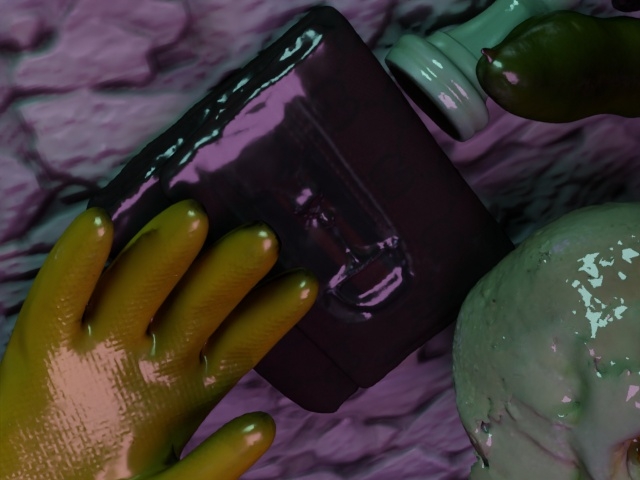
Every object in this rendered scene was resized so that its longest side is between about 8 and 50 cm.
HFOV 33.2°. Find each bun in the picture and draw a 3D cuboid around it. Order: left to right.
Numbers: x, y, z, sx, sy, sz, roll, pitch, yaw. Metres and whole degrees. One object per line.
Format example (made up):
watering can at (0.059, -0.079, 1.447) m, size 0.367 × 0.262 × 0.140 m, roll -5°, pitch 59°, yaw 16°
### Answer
bun at (0.187, 0.094, 0.622) m, size 0.239 × 0.141 × 0.239 m, roll 6°, pitch 118°, yaw 11°

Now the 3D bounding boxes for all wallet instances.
wallet at (0.000, 0.000, 0.627) m, size 0.182 × 0.049 × 0.229 m, roll -40°, pitch 128°, yaw 6°

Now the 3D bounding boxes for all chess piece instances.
chess piece at (0.092, -0.110, 0.580) m, size 0.103 × 0.067 × 0.067 m, roll -44°, pitch 126°, yaw 0°

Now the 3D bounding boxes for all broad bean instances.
broad bean at (0.162, -0.089, 0.584) m, size 0.254 × 0.046 × 0.065 m, roll 1°, pitch 109°, yaw -47°

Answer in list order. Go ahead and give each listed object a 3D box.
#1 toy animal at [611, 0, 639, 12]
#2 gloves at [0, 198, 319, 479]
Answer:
toy animal at (0.133, -0.197, 0.491) m, size 0.210 × 0.117 × 0.121 m, roll 29°, pitch 90°, yaw -27°
gloves at (-0.119, 0.094, 0.592) m, size 0.133 × 0.116 × 0.294 m, roll 22°, pitch 117°, yaw -34°
